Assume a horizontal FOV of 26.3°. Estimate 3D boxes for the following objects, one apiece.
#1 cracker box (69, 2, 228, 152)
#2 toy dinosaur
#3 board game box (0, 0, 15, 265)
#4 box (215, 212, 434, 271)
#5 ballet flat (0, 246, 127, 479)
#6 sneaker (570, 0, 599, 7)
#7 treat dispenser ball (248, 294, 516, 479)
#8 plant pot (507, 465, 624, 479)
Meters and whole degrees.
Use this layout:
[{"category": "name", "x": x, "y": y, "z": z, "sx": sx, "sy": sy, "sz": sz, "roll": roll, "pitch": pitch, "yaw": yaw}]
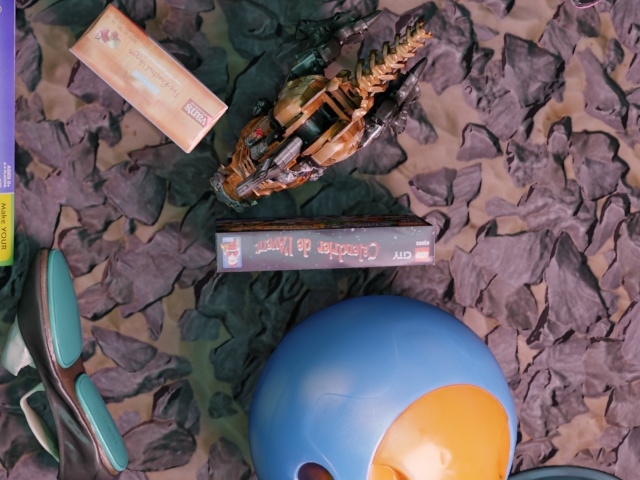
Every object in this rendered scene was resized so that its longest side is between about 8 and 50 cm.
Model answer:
[{"category": "cracker box", "x": -0.175, "y": -0.169, "z": 1.447, "sx": 0.155, "sy": 0.232, "sz": 0.067, "roll": 42, "pitch": 92, "yaw": -8}, {"category": "toy dinosaur", "x": 0.011, "y": -0.132, "z": 1.466, "sx": 0.322, "sy": 0.218, "sz": 0.164, "roll": -9, "pitch": 118, "yaw": 38}, {"category": "board game box", "x": -0.428, "y": -0.125, "z": 1.464, "sx": 0.213, "sy": 0.046, "sz": 0.317, "roll": -5, "pitch": 98, "yaw": -45}, {"category": "box", "x": 0.000, "y": 0.000, "z": 1.516, "sx": 0.233, "sy": 0.159, "sz": 0.044, "roll": -2, "pitch": 96, "yaw": -5}, {"category": "ballet flat", "x": -0.303, "y": 0.150, "z": 1.545, "sx": 0.096, "sy": 0.095, "sz": 0.280, "roll": -14, "pitch": 97, "yaw": 9}, {"category": "sneaker", "x": 0.335, "y": -0.308, "z": 1.561, "sx": 0.119, "sy": 0.057, "sz": 0.047, "roll": -37, "pitch": 99, "yaw": 1}, {"category": "treat dispenser ball", "x": 0.066, "y": 0.202, "z": 1.478, "sx": 0.288, "sy": 0.288, "sz": 0.288, "roll": 0, "pitch": 96, "yaw": -4}, {"category": "plant pot", "x": 0.299, "y": 0.455, "z": 1.499, "sx": 0.341, "sy": 0.334, "sz": 0.341, "roll": 0, "pitch": 95, "yaw": -5}]
